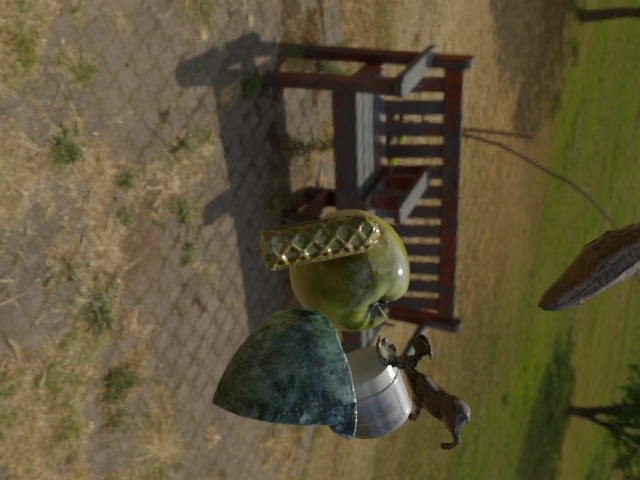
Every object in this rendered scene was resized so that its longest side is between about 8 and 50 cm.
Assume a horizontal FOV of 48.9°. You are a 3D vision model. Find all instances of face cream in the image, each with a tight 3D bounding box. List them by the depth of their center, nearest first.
[{"bbox_3d":[0.114,0.361,1.678,0.177,0.177,0.153,-48,121,-52],"label":"face cream"}]

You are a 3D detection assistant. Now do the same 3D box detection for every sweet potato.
[{"bbox_3d":[0.537,0.026,1.265,0.092,0.341,0.114,59,11,-7],"label":"sweet potato"}]

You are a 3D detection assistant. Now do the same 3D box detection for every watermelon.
[{"bbox_3d":[-0.077,0.308,1.455,0.289,0.320,0.214,-20,148,-15],"label":"watermelon"}]

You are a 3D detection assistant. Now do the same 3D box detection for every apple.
[{"bbox_3d":[0.075,0.076,1.694,0.291,0.254,0.292,-21,139,-19],"label":"apple"}]

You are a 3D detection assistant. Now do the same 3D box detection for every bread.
[{"bbox_3d":[0.000,-0.001,1.495,0.098,0.269,0.087,104,-30,-53],"label":"bread"}]

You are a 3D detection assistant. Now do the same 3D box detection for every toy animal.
[{"bbox_3d":[0.200,0.273,1.333,0.093,0.214,0.186,-37,140,-24],"label":"toy animal"}]
